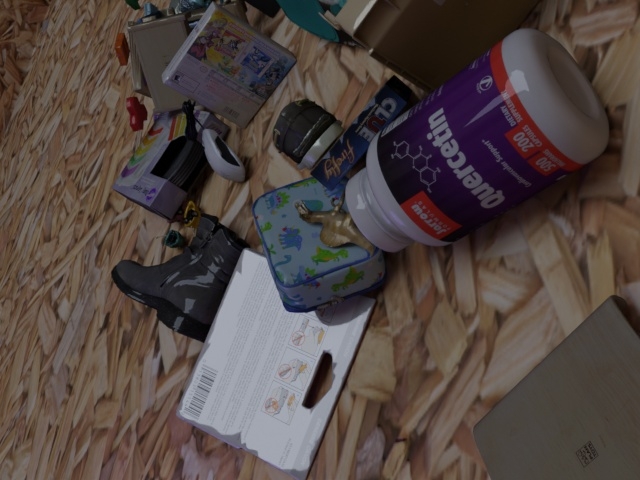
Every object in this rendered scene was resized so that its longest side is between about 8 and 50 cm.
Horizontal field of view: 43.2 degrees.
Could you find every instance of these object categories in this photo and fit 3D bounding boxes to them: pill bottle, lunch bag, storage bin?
[{"bbox_3d":[0.187,-0.110,1.036,0.323,0.181,0.181,-35,45,35],"label":"pill bottle"},{"bbox_3d":[0.000,0.000,1.235,0.176,0.090,0.219,-20,45,-3],"label":"lunch bag"},{"bbox_3d":[0.170,-0.354,1.130,0.262,0.260,0.123,-52,50,17],"label":"storage bin"}]

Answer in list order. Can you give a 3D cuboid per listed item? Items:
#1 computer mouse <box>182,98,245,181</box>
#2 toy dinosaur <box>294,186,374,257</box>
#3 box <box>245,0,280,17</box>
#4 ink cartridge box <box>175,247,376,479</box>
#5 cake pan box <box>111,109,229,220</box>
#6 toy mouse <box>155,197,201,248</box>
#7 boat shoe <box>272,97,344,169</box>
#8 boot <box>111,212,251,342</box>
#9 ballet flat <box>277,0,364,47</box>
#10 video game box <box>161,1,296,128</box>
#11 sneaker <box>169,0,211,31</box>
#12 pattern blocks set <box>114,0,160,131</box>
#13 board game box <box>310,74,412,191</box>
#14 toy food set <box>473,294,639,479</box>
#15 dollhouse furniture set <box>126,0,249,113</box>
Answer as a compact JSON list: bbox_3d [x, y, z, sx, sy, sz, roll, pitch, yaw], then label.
[{"bbox_3d":[-0.221,-0.187,1.629,0.193,0.042,0.106,49,153,18],"label":"computer mouse"},{"bbox_3d":[0.044,-0.022,1.163,0.092,0.053,0.183,-46,46,-14],"label":"toy dinosaur"},{"bbox_3d":[-0.124,-0.730,1.802,0.343,0.179,0.312,-53,38,16],"label":"box"},{"bbox_3d":[-0.064,0.190,1.276,0.261,0.066,0.296,20,86,29],"label":"ink cartridge box"},{"bbox_3d":[-0.339,-0.181,1.814,0.267,0.070,0.245,24,81,55],"label":"cake pan box"},{"bbox_3d":[-0.302,-0.033,1.736,0.143,0.031,0.161,-37,43,32],"label":"toy mouse"},{"bbox_3d":[-0.027,-0.179,1.323,0.109,0.091,0.305,-50,6,3],"label":"boat shoe"},{"bbox_3d":[-0.269,0.045,1.600,0.338,0.118,0.222,25,87,44],"label":"boot"},{"bbox_3d":[0.061,-0.426,1.458,0.147,0.147,0.409,-60,39,7],"label":"ballet flat"},{"bbox_3d":[-0.184,-0.348,1.627,0.187,0.205,0.048,-47,38,22],"label":"video game box"},{"bbox_3d":[-0.317,-0.677,2.080,0.122,0.110,0.283,-31,58,43],"label":"sneaker"},{"bbox_3d":[-0.418,-0.427,1.952,0.026,0.285,0.324,-6,97,12],"label":"pattern blocks set"},{"bbox_3d":[0.067,-0.169,1.223,0.165,0.042,0.243,-49,3,17],"label":"board game box"},{"bbox_3d":[0.291,0.225,0.801,0.219,0.092,0.306,-50,30,21],"label":"toy food set"},{"bbox_3d":[-0.268,-0.452,1.899,0.286,0.198,0.303,-9,23,12],"label":"dollhouse furniture set"}]
